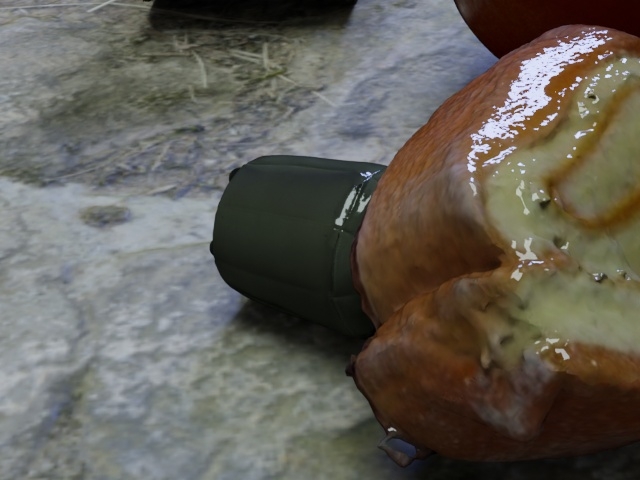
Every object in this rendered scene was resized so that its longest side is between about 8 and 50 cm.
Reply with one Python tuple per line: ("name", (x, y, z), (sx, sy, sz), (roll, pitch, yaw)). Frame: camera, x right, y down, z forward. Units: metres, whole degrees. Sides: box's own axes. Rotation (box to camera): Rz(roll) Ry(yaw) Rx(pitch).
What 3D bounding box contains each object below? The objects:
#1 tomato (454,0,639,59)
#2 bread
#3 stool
("tomato", (0.227, -0.231, 0.827), (0.226, 0.298, 0.298), (37, 37, -8))
("bread", (0.119, 0.007, 0.565), (0.190, 0.123, 0.244), (43, 51, 1))
("stool", (0.000, 0.000, 0.650), (0.110, 0.096, 0.096), (12, 36, 31))
